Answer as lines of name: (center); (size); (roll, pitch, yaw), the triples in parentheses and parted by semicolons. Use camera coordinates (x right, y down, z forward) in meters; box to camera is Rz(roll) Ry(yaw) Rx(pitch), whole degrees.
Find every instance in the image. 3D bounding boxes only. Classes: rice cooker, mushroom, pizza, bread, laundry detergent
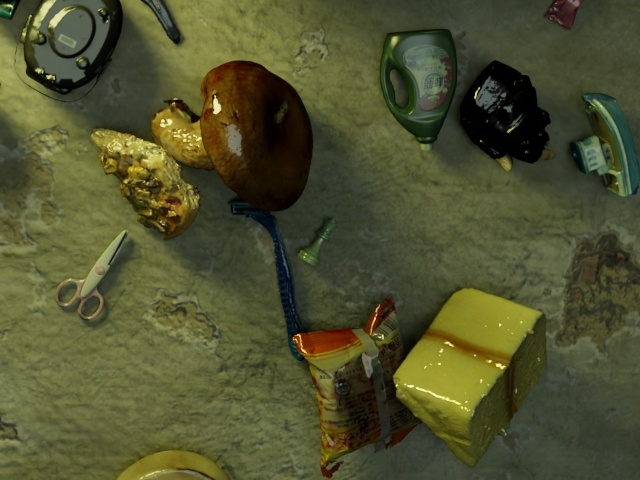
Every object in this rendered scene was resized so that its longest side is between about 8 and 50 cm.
rice cooker: (-0.395, -0.321, 1.499); (0.142, 0.118, 0.203); (26, 93, -17)
mushroom: (-0.120, -0.161, 1.548); (0.267, 0.255, 0.267); (13, 66, -32)
pizza: (-0.290, -0.095, 1.566); (0.226, 0.147, 0.069); (57, 49, -20)
bread: (0.284, 0.256, 1.761); (0.263, 0.198, 0.236); (-50, 141, -21)
laundry detergent: (0.173, -0.262, 1.666); (0.137, 0.063, 0.210); (-5, 106, -9)

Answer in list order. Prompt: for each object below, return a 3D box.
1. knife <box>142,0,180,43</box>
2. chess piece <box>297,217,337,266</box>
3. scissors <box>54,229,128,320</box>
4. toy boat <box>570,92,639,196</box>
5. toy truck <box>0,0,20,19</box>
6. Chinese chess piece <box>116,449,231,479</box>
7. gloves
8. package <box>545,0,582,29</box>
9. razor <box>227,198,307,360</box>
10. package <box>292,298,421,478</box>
knife: (-0.268, -0.378, 1.565); (0.031, 0.018, 0.121); (-34, 108, -10)
chess piece: (0.000, 0.000, 1.701); (0.042, 0.042, 0.093); (34, 88, -17)
scissors: (-0.384, 0.055, 1.638); (0.085, 0.022, 0.176); (34, 97, -14)
toy boat: (0.518, -0.171, 1.747); (0.102, 0.088, 0.215); (-20, 108, -3)
toy truck: (-0.477, -0.471, 1.445); (0.114, 0.124, 0.253); (15, 97, -16)
Chinese chess piece: (-0.271, 0.506, 1.728); (0.251, 0.097, 0.250); (-2, 102, -11)
gloves: (0.348, -0.210, 1.694); (0.203, 0.124, 0.164); (31, 113, -9)
package: (0.448, -0.426, 1.704); (0.059, 0.029, 0.083); (26, 105, -13)
razor: (-0.069, 0.067, 1.697); (0.056, 0.093, 0.324); (-35, 116, -40)
package: (0.073, 0.273, 1.733); (0.223, 0.108, 0.288); (-20, 103, -21)
